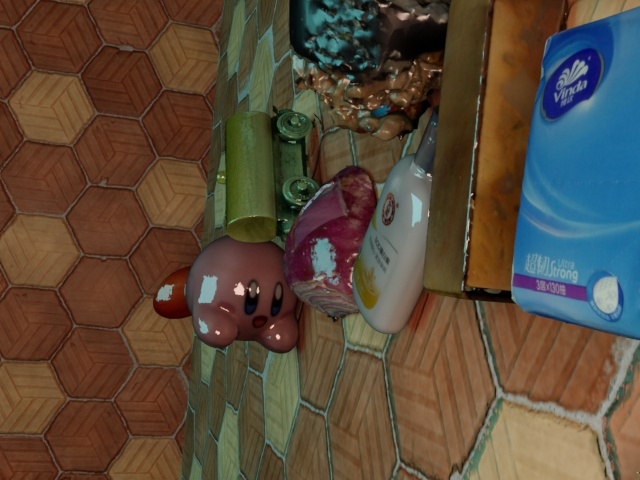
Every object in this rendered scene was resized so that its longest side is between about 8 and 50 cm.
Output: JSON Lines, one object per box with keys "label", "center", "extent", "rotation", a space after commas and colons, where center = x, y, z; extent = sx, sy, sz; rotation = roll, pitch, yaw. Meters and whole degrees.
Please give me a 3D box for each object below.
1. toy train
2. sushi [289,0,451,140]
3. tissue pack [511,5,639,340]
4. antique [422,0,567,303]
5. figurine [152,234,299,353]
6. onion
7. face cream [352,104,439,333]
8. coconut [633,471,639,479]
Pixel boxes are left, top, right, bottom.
{"label": "toy train", "center": [-0.094, -0.131, 1.361], "extent": [0.126, 0.190, 0.307], "rotation": [117, 153, -53]}
{"label": "sushi", "center": [0.062, -0.233, 0.855], "extent": [0.225, 0.239, 0.218], "rotation": [42, 143, 24]}
{"label": "tissue pack", "center": [0.234, -0.030, 0.384], "extent": [0.263, 0.146, 0.198], "rotation": [-167, 83, -72]}
{"label": "antique", "center": [0.168, -0.098, 0.694], "extent": [0.087, 0.094, 0.309], "rotation": [180, 96, -72]}
{"label": "figurine", "center": [-0.159, 0.088, 1.436], "extent": [0.261, 0.270, 0.211], "rotation": [20, 98, 63]}
{"label": "onion", "center": [0.000, 0.000, 1.169], "extent": [0.250, 0.111, 0.247], "rotation": [147, 125, -70]}
{"label": "face cream", "center": [0.111, -0.026, 0.887], "extent": [0.143, 0.071, 0.291], "rotation": [-104, 27, -47]}
{"label": "coconut", "center": [0.233, 0.213, 0.459], "extent": [0.133, 0.055, 0.158], "rotation": [158, 118, -71]}
